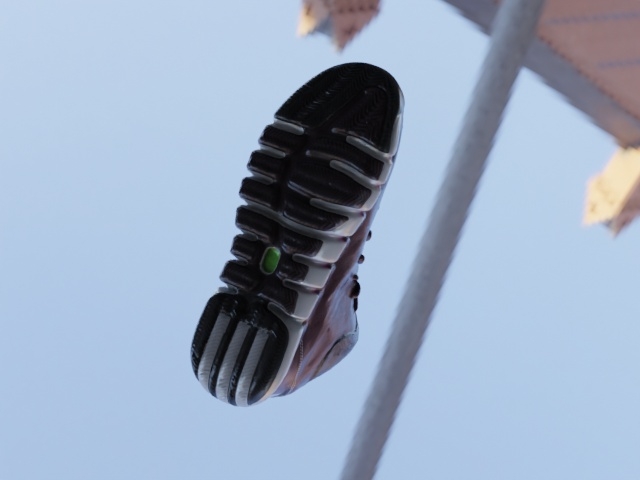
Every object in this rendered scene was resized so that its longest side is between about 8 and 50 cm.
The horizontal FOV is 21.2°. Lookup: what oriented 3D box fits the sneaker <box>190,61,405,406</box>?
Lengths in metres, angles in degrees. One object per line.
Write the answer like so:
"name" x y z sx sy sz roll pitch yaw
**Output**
"sneaker" 0.000 0.000 1.359 0.106 0.281 0.162 28 -177 23
